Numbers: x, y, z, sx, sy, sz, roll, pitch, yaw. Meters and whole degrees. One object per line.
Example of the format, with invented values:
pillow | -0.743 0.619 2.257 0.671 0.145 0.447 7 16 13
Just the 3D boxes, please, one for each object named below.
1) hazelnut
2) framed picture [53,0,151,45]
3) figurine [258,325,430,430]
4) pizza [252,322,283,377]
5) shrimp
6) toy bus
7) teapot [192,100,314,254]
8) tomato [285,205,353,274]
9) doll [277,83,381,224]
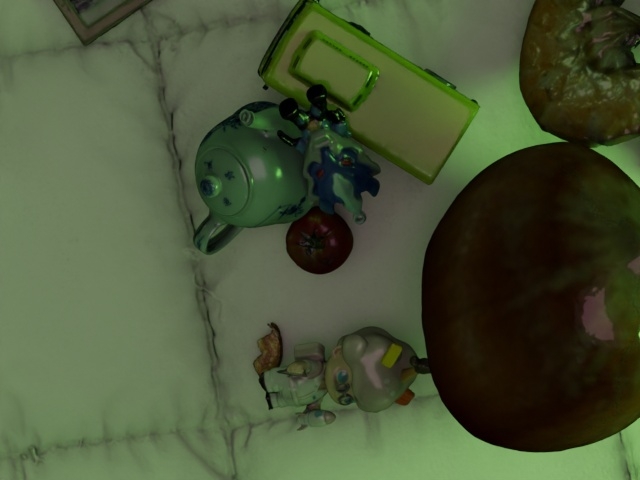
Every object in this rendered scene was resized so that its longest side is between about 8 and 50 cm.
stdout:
hazelnut | 0.281 0.069 1.796 0.366 0.366 0.366 0 97 2
framed picture | -0.230 -0.439 1.912 0.335 0.022 0.247 -33 94 6
figurine | 0.037 0.171 1.933 0.229 0.112 0.137 -11 124 10
pizza | -0.067 0.146 1.977 0.037 0.016 0.083 9 101 0
shrimp | 0.390 -0.321 1.818 0.272 0.085 0.445 20 89 41
toy bus | 0.057 -0.186 1.866 0.262 0.150 0.128 31 98 -4
teapot | -0.095 -0.079 1.867 0.159 0.159 0.232 24 125 -1
tomato | 0.000 0.000 1.930 0.087 0.075 0.087 3 102 16
doll | 0.014 -0.095 1.816 0.096 0.070 0.195 -23 124 7
